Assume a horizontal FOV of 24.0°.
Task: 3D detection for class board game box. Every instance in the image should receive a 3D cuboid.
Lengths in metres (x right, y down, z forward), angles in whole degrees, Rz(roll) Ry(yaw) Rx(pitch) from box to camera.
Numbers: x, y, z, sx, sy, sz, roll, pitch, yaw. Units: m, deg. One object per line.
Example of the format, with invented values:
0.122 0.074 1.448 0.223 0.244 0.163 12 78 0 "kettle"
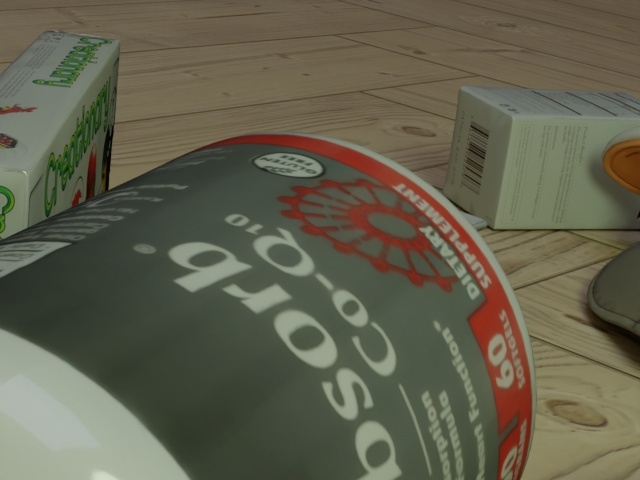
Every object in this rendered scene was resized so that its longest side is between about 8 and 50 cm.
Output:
-0.154 0.013 0.780 0.053 0.193 0.305 6 18 -2 "board game box"

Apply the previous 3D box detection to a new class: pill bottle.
-0.076 0.101 0.505 0.210 0.210 0.363 15 23 21 "pill bottle"

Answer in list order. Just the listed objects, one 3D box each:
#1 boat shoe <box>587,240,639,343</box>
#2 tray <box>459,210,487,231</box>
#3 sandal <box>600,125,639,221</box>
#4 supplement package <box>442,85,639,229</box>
0.247 0.054 1.071 0.065 0.075 0.206 48 5 -14 "boat shoe"
0.000 0.000 1.151 0.145 0.030 0.270 19 21 33 "tray"
0.343 -0.006 1.218 0.265 0.102 0.076 27 64 11 "sandal"
0.216 -0.074 1.345 0.179 0.105 0.105 0 19 -23 "supplement package"
